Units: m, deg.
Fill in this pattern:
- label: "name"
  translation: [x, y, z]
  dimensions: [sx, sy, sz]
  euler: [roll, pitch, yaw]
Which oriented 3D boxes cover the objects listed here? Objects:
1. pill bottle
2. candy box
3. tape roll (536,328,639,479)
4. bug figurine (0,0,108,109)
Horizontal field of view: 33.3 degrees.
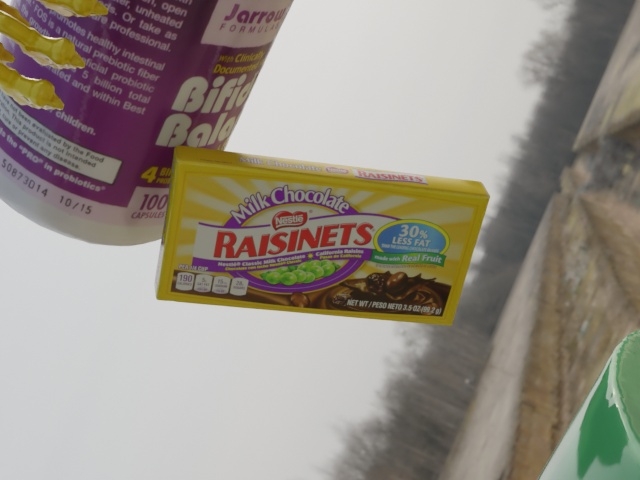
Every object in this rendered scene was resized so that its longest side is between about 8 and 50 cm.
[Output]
- label: "pill bottle"
  translation: [-0.108, -0.157, 0.692]
  dimensions: [0.301, 0.169, 0.169]
  euler: [-61, -6, 30]
- label: "candy box"
  translation: [0.000, 0.000, 0.701]
  dimensions: [0.027, 0.206, 0.105]
  euler: [-108, 27, -61]
- label: "tape roll"
  translation: [0.220, 0.146, 0.337]
  dimensions: [0.077, 0.321, 0.321]
  euler: [-65, -9, 19]
- label: "bug figurine"
  translation: [-0.142, -0.145, 0.430]
  dimensions: [0.072, 0.279, 0.216]
  euler: [28, -104, -38]
